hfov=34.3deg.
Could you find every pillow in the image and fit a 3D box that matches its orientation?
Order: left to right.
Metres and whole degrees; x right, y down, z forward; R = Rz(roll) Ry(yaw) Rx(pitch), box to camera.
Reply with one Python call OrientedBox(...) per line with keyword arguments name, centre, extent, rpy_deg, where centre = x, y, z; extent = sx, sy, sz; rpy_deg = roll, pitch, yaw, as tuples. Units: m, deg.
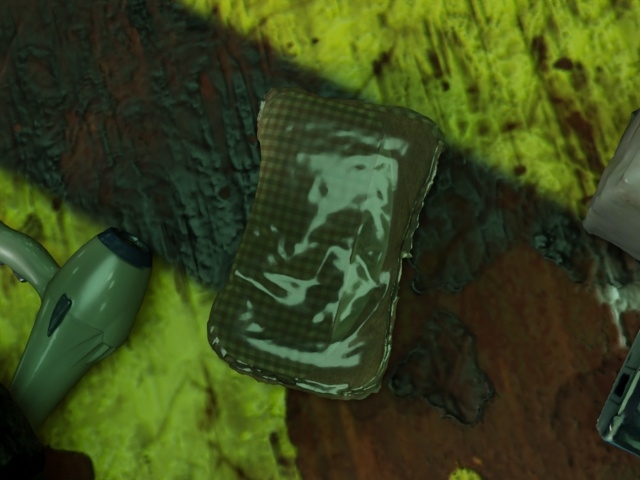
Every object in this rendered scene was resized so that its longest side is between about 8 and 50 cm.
OrientedBox(name="pillow", centre=(0.003, 0.001, 0.726), extent=(0.135, 0.034, 0.211), rpy_deg=(13, 86, 6))

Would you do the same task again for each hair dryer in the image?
OrientedBox(name="hair dryer", centre=(-0.227, 0.046, 0.741), extent=(0.199, 0.067, 0.167), rpy_deg=(22, 91, 19))

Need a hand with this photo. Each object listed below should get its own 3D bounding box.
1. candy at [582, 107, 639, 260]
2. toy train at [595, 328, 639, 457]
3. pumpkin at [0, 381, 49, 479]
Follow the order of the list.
OrientedBox(name="candy", centre=(0.267, -0.037, 0.628), extent=(0.195, 0.185, 0.137), rpy_deg=(28, 82, 9))
OrientedBox(name="toy train", centre=(0.377, 0.168, 0.636), extent=(0.410, 0.089, 0.086), rpy_deg=(24, 90, 8))
OrientedBox(name="pumpkin", centre=(-0.273, 0.172, 0.659), extent=(0.221, 0.162, 0.220), rpy_deg=(1, 92, 34))
